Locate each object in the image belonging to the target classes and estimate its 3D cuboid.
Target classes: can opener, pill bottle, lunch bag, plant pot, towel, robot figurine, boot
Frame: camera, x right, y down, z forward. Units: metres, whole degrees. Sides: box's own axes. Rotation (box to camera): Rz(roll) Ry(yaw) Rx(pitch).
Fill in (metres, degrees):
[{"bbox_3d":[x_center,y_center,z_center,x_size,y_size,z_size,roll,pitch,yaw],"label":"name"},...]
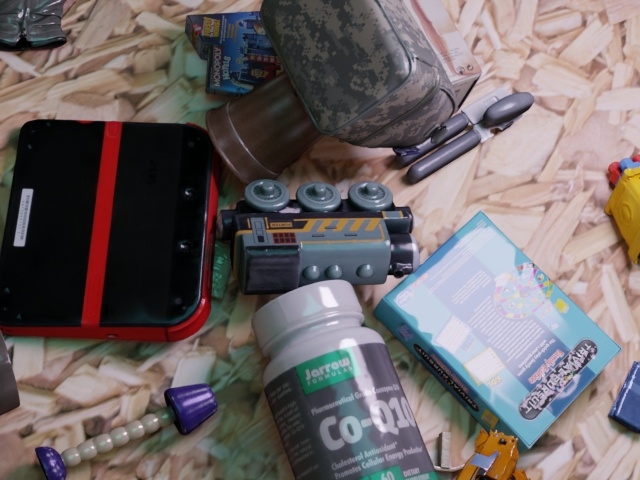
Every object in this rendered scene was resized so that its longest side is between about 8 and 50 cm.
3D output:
[{"bbox_3d":[0.260,-0.202,1.972,0.280,0.093,0.074,-32,77,-17],"label":"can opener"},{"bbox_3d":[0.031,0.258,1.653,0.204,0.204,0.361,-16,70,-18],"label":"pill bottle"},{"bbox_3d":[0.080,-0.301,1.777,0.256,0.212,0.305,4,54,-58],"label":"lunch bag"},{"bbox_3d":[-0.077,-0.196,1.816,0.165,0.167,0.167,-34,73,19],"label":"plant pot"},{"bbox_3d":[-0.216,0.034,1.800,0.148,0.027,0.110,20,65,-2],"label":"towel"},{"bbox_3d":[0.223,0.442,1.634,0.085,0.211,0.291,17,59,33],"label":"robot figurine"},{"bbox_3d":[0.543,0.268,1.850,0.067,0.029,0.119,32,64,4],"label":"towel"},{"bbox_3d":[-0.471,-0.416,1.930,0.246,0.083,0.161,-12,76,-10],"label":"boot"}]

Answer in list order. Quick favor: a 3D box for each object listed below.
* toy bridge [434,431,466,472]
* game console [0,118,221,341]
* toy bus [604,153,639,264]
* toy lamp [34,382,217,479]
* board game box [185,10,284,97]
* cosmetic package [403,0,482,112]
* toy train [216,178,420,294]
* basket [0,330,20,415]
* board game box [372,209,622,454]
[{"bbox_3d":[0.200,0.342,1.749,0.188,0.026,0.063,8,68,-8],"label":"toy bridge"},{"bbox_3d":[-0.342,-0.024,1.776,0.342,0.060,0.386,1,65,1],"label":"game console"},{"bbox_3d":[0.630,-0.081,1.974,0.220,0.149,0.211,-13,54,-19],"label":"toy bus"},{"bbox_3d":[-0.288,0.292,1.644,0.275,0.080,0.080,-24,73,-19],"label":"toy lamp"},{"bbox_3d":[-0.152,-0.337,1.959,0.194,0.060,0.194,7,66,-7],"label":"board game box"},{"bbox_3d":[0.156,-0.372,1.988,0.129,0.153,0.296,-21,74,-20],"label":"cosmetic package"},{"bbox_3d":[0.000,0.000,1.772,0.334,0.142,0.190,0,40,-11],"label":"toy train"},{"bbox_3d":[-0.568,0.217,1.584,0.227,0.154,0.204,-15,71,-21],"label":"basket"},{"bbox_3d":[0.296,0.152,1.823,0.254,0.079,0.336,-40,79,-24],"label":"board game box"}]
